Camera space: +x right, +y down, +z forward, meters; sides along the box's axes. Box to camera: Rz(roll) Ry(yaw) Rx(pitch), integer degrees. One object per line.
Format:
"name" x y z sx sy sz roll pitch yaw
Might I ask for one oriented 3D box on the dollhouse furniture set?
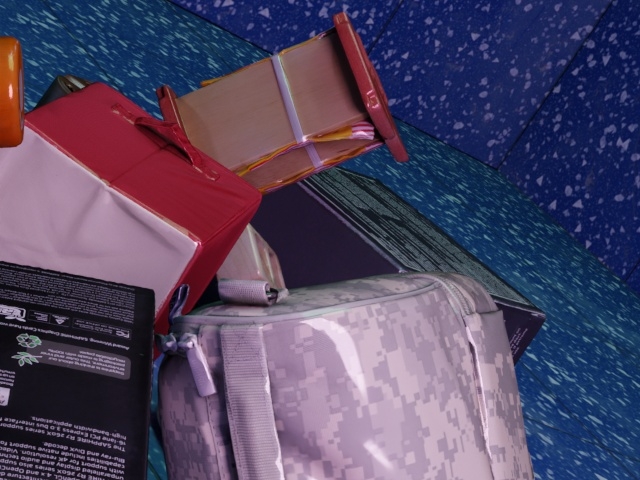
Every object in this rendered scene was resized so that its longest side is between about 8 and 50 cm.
"dollhouse furniture set" 0.000 0.000 1.713 0.152 0.201 0.374 53 18 -69

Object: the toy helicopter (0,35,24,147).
"toy helicopter" -0.279 -0.030 1.231 0.140 0.235 0.355 -1 1 -5

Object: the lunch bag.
"lunch bag" 0.011 0.167 1.149 0.212 0.305 0.256 -10 -2 18

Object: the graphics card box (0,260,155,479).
"graphics card box" -0.208 0.130 0.948 0.232 0.094 0.371 10 29 -10

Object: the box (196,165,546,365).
"box" 0.025 0.048 1.947 0.296 0.183 0.294 40 13 36

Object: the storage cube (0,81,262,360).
"storage cube" -0.189 0.003 1.516 0.183 0.215 0.193 35 18 3

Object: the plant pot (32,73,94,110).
"plant pot" -0.235 -0.056 1.722 0.167 0.165 0.167 32 11 -7

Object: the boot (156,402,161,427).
"boot" -0.031 0.197 1.497 0.258 0.095 0.123 25 -33 49
